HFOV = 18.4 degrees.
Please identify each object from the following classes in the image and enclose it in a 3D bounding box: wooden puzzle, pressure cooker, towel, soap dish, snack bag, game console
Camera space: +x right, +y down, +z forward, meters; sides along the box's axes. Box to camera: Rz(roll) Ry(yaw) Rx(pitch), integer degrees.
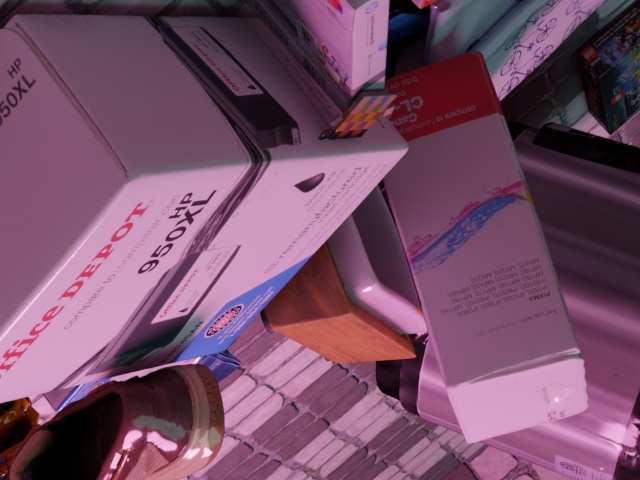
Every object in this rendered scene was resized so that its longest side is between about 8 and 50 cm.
[{"bbox_3d":[0.032,-0.100,1.573,0.049,0.006,0.083,-49,160,27],"label":"wooden puzzle"},{"bbox_3d":[0.243,0.060,2.231,0.375,0.420,0.370,-49,154,-51],"label":"pressure cooker"},{"bbox_3d":[-0.137,0.144,2.260,0.067,0.029,0.119,-40,162,4],"label":"towel"},{"bbox_3d":[0.000,0.000,1.898,0.118,0.229,0.291,-24,164,9],"label":"soap dish"},{"bbox_3d":[0.211,-0.239,1.942,0.323,0.037,0.342,-42,164,-18],"label":"snack bag"},{"bbox_3d":[0.063,-0.167,1.829,0.122,0.071,0.107,-7,108,-58],"label":"game console"}]

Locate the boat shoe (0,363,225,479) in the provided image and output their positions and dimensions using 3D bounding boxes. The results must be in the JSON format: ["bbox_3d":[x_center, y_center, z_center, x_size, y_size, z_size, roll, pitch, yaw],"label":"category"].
[{"bbox_3d":[-0.224,0.201,1.743,0.123,0.123,0.342,1,157,-40],"label":"boat shoe"}]

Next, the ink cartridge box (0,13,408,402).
[{"bbox_3d":[-0.155,-0.028,1.587,0.285,0.166,0.395,-48,160,27],"label":"ink cartridge box"}]

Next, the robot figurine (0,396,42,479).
[{"bbox_3d":[-0.369,0.255,1.893,0.291,0.085,0.211,-47,168,-29],"label":"robot figurine"}]

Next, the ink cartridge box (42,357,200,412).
[{"bbox_3d":[-0.184,0.087,1.945,0.139,0.082,0.190,-48,162,25],"label":"ink cartridge box"}]

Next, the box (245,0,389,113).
[{"bbox_3d":[-0.006,-0.191,1.530,0.038,0.145,0.186,-36,161,-12],"label":"box"}]

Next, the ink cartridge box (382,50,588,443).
[{"bbox_3d":[0.146,0.011,1.850,0.131,0.306,0.226,-16,159,4],"label":"ink cartridge box"}]

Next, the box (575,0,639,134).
[{"bbox_3d":[0.390,-0.225,2.384,0.159,0.044,0.233,-39,162,0],"label":"box"}]

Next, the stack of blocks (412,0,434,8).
[{"bbox_3d":[0.188,-0.332,1.666,0.297,0.087,0.171,-30,160,-27],"label":"stack of blocks"}]
